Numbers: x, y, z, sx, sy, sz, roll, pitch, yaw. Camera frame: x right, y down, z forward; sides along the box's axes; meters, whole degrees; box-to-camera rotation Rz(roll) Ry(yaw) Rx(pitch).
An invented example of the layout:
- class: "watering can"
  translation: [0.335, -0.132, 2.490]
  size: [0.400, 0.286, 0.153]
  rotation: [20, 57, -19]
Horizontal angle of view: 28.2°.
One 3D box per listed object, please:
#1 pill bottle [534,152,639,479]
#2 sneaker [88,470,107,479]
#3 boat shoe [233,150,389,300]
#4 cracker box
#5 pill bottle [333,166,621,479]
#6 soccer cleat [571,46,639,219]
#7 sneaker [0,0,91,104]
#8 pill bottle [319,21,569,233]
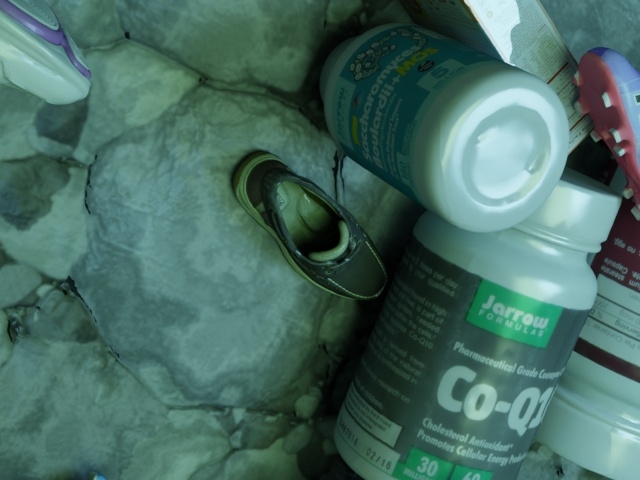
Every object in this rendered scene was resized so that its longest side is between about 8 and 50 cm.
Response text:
- class: "pill bottle"
  translation: [0.377, 0.059, 1.427]
  size: [0.224, 0.224, 0.392]
  rotation: [15, 104, -33]
- class: "sneaker"
  translation: [-0.310, 0.297, 1.252]
  size: [0.237, 0.085, 0.086]
  rotation: [-19, 93, -16]
- class: "boat shoe"
  translation: [0.000, -0.001, 1.284]
  size: [0.080, 0.073, 0.223]
  rotation: [-47, 125, -3]
- class: "cracker box"
  translation: [0.165, -0.199, 1.237]
  size: [0.067, 0.155, 0.232]
  rotation: [-45, 126, -6]
- class: "pill bottle"
  translation: [0.165, 0.087, 1.335]
  size: [0.204, 0.204, 0.361]
  rotation: [13, 105, -32]
- class: "soccer cleat"
  translation: [0.316, -0.105, 1.215]
  size: [0.095, 0.083, 0.248]
  rotation: [-37, 129, -1]
- class: "sneaker"
  translation: [-0.333, -0.174, 1.022]
  size: [0.305, 0.114, 0.152]
  rotation: [26, 111, -30]
- class: "pill bottle"
  translation: [0.097, -0.115, 1.170]
  size: [0.146, 0.264, 0.146]
  rotation: [-11, 115, -25]
